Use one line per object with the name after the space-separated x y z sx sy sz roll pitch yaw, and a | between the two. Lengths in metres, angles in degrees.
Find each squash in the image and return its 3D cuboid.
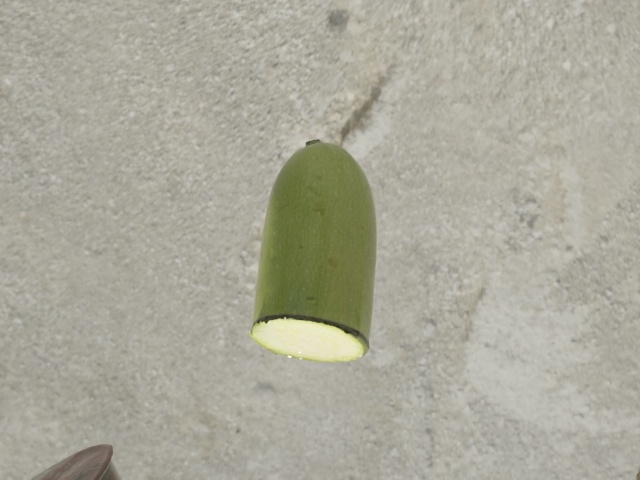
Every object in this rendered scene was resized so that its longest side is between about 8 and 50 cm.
0.000 0.000 0.915 0.132 0.247 0.132 6 155 3 | squash

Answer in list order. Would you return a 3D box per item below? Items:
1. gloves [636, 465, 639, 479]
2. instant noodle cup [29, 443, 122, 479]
0.276 0.234 0.498 0.203 0.356 0.155 -1 130 14 | gloves
-0.318 0.403 1.051 0.234 0.235 0.178 -28 101 23 | instant noodle cup
